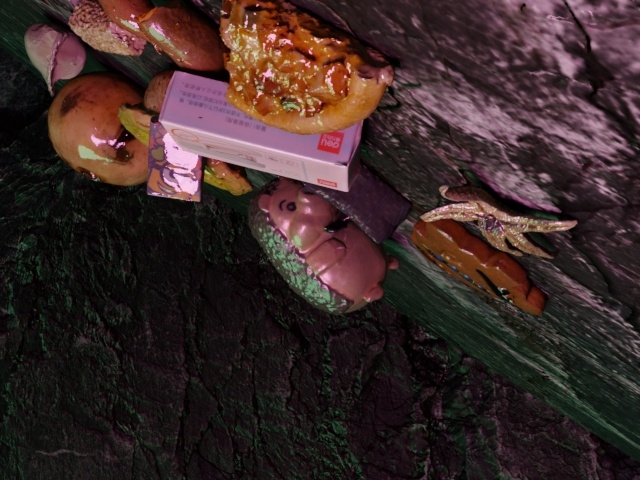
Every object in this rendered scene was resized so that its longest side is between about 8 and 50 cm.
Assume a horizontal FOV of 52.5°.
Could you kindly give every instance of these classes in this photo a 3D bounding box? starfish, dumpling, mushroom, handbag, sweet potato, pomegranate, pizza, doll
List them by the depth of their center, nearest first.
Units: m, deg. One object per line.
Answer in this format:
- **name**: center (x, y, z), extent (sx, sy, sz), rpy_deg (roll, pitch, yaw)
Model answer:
- **pizza**: center (-0.044, -0.191, 0.711), extent (0.292, 0.058, 0.197), rpy_deg (12, 147, 47)
- **starfish**: center (0.222, -0.026, 0.808), extent (0.223, 0.050, 0.216), rpy_deg (24, 175, -38)
- **sweet potato**: center (-0.288, -0.352, 0.888), extent (0.226, 0.068, 0.068), rpy_deg (47, 175, 6)
- **sweet potato**: center (-0.145, -0.249, 0.901), extent (0.077, 0.077, 0.243), rpy_deg (28, 177, 44)
- **handbag**: center (0.038, -0.096, 1.119), extent (0.270, 0.089, 0.175), rpy_deg (37, -179, -25)
- **mushroom**: center (-0.261, -0.271, 1.216), extent (0.209, 0.094, 0.072), rpy_deg (28, -150, 27)
- **doll**: center (0.000, 0.000, 1.413), extent (0.349, 0.247, 0.247), rpy_deg (40, 173, -4)
- **dumpling**: center (-0.649, -0.438, 1.582), extent (0.142, 0.173, 0.247), rpy_deg (6, -169, -25)
- **pomegranate**: center (-0.546, -0.288, 1.703), extent (0.322, 0.322, 0.322), rpy_deg (33, 174, 4)

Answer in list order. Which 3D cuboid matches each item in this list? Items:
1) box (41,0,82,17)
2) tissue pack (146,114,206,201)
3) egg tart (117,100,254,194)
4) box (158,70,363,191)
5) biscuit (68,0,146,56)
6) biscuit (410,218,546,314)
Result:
- **box**: center (-0.494, -0.460, 1.198), extent (0.177, 0.036, 0.115), rpy_deg (32, 174, 11)
- **tissue pack**: center (-0.275, -0.158, 1.245), extent (0.108, 0.148, 0.060), rpy_deg (8, -159, -2)
- **egg tart**: center (-0.275, -0.225, 1.429), extent (0.345, 0.133, 0.345), rpy_deg (33, 173, 5)
- **box**: center (-0.074, -0.148, 0.899), extent (0.269, 0.079, 0.135), rpy_deg (15, 171, 5)
- **biscuit**: center (-0.363, -0.364, 1.112), extent (0.168, 0.070, 0.082), rpy_deg (26, 177, 41)
- **biscuit**: center (0.258, 0.043, 1.158), extent (0.278, 0.043, 0.301), rpy_deg (36, 173, -14)
